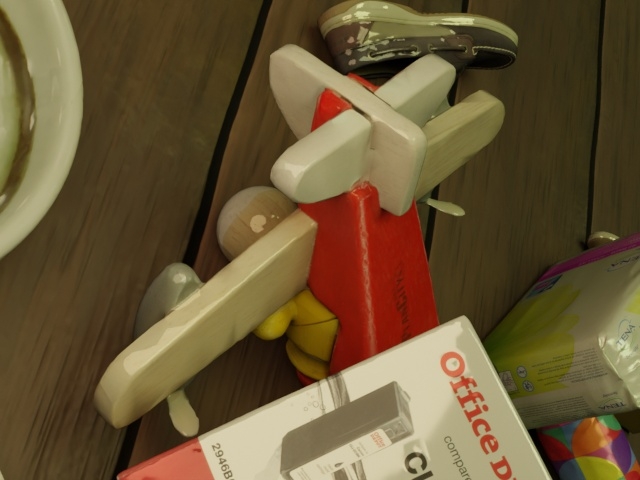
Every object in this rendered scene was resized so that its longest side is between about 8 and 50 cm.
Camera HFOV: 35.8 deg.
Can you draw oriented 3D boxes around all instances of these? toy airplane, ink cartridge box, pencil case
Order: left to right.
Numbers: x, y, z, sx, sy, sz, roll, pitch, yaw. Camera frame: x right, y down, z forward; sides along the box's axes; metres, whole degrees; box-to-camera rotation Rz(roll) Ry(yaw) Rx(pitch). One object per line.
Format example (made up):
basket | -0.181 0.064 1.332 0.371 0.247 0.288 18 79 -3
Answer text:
toy airplane | 0.000 0.000 0.881 0.386 0.272 0.384 17 94 -49
ink cartridge box | 0.025 0.202 0.704 0.273 0.114 0.197 -24 73 -6
pencil case | 0.337 0.278 1.175 0.104 0.104 0.236 -25 92 -43

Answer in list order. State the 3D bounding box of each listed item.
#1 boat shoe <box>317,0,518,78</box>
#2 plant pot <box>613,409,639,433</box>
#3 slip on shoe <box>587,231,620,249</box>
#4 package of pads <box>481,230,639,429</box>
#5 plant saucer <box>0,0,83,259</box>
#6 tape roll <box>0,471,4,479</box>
boat shoe | 0.125 -0.222 1.192 0.285 0.103 0.092 1 78 -36
plant pot | 0.404 0.190 1.279 0.083 0.081 0.081 27 58 -18
slip on shoe | 0.412 0.045 1.361 0.135 0.051 0.041 51 46 -24
package of pads | 0.317 0.098 1.137 0.296 0.229 0.101 -39 100 -41
plant saucer | -0.378 -0.133 0.726 0.401 0.101 0.400 17 63 -35
tape roll | -0.375 0.236 0.606 0.392 0.072 0.391 16 64 -34
